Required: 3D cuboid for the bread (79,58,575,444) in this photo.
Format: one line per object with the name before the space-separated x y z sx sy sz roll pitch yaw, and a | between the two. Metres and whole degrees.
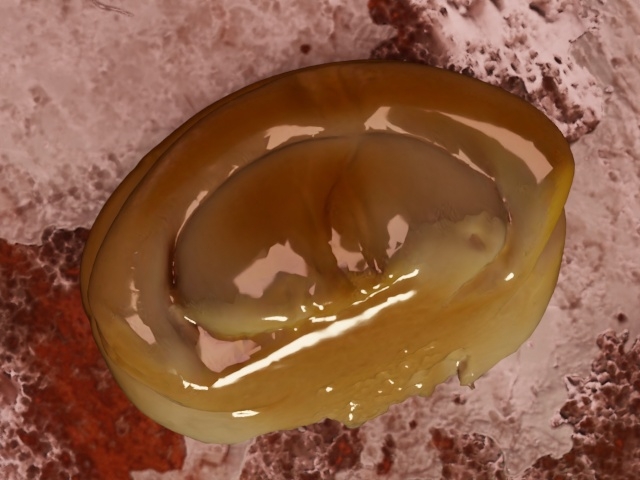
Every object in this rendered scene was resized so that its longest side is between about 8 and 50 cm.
bread | 0.008 0.020 1.525 0.424 0.245 0.329 -18 98 -4
